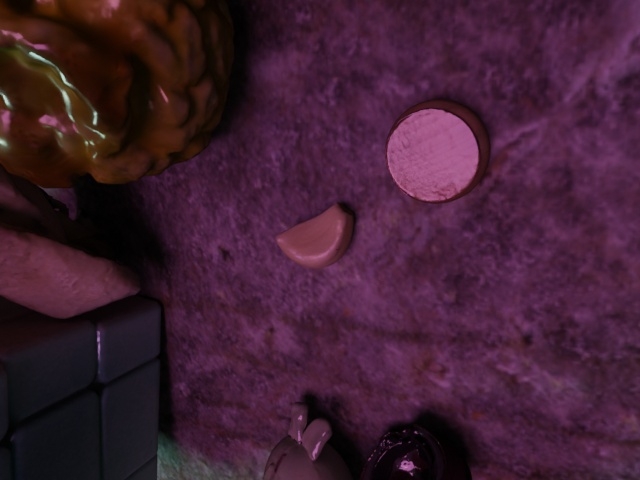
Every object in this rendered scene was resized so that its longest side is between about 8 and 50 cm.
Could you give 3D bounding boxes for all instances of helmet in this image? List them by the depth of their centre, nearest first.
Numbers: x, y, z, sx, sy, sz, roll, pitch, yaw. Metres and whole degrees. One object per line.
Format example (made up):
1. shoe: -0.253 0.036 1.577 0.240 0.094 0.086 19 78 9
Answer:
1. helmet: 0.100 0.246 0.471 0.070 0.098 0.123 25 128 -19

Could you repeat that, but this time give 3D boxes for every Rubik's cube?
1. Rubik's cube: -0.420 0.225 0.563 0.318 0.316 0.322 11 105 23

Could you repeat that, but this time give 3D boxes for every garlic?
1. garlic: -0.001 -0.001 0.453 0.083 0.041 0.053 -31 80 24

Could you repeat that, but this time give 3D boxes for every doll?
1. doll: -0.006 0.327 0.527 0.155 0.113 0.275 11 119 61

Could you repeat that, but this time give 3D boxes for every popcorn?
1. popcorn: -0.197 -0.157 0.367 0.205 0.251 0.237 15 119 24

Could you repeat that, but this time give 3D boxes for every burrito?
1. burrito: -0.339 -0.039 0.460 0.190 0.135 0.332 26 158 39

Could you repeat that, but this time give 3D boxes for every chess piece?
1. chess piece: 0.093 -0.071 0.378 0.083 0.038 0.084 8 112 21
